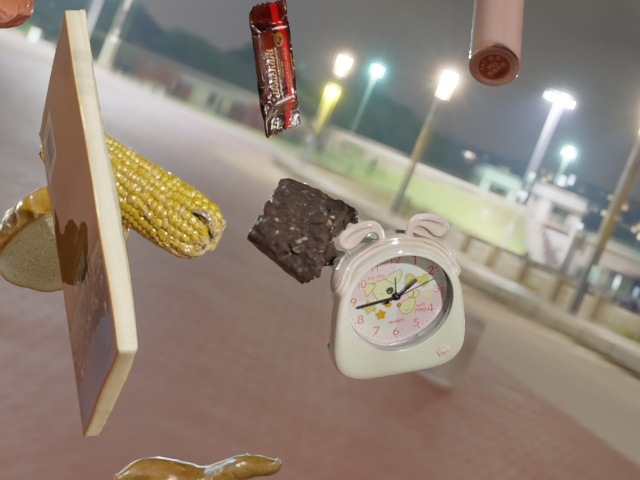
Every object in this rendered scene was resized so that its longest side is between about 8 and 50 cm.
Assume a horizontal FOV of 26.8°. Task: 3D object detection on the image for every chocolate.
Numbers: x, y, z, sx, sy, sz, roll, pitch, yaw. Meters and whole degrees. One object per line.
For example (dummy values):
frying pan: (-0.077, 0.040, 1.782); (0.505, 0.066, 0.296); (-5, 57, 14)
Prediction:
chocolate: (-0.064, -0.235, 1.828); (0.028, 0.182, 0.086); (4, 22, 38)

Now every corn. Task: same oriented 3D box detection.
corn: (-0.266, -0.072, 1.862); (0.293, 0.106, 0.106); (31, 4, -1)

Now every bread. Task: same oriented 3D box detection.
bread: (-0.449, -0.005, 2.303); (0.236, 0.236, 0.070); (17, 36, -45)

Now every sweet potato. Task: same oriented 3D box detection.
sweet potato: (-0.157, 0.319, 1.793); (0.250, 0.069, 0.059); (-6, 23, 25)

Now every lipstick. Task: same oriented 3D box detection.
lipstick: (0.248, -0.320, 1.875); (0.070, 0.070, 0.254); (21, 45, -10)

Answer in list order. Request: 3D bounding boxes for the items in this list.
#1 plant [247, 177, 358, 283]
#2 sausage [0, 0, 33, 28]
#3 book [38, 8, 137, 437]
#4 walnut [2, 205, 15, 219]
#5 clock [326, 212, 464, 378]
plant: (0.000, 0.000, 2.000); (0.203, 0.131, 0.142); (35, 10, -5)
sausage: (-0.358, -0.282, 1.336); (0.194, 0.077, 0.077); (45, 10, 13)
book: (-0.247, -0.012, 1.392); (0.028, 0.373, 0.262); (-4, -23, -21)
walnut: (-0.534, -0.024, 2.431); (0.092, 0.092, 0.092); (22, 4, -2)
clock: (0.080, 0.056, 1.469); (0.152, 0.191, 0.062); (-8, 29, -12)
